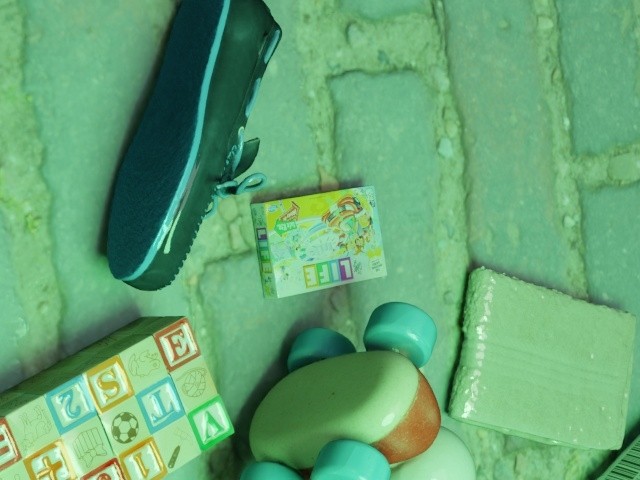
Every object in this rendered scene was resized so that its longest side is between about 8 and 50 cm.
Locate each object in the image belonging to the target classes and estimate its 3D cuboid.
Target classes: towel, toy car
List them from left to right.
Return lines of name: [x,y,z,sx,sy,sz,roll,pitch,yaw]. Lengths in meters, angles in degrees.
toy car: [0.067,0.229,1.536,0.238,0.210,0.219,47,44,-25]
towel: [0.273,0.150,1.819,0.282,0.049,0.187,18,75,-34]

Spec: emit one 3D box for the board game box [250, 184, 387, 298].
board game box: [0.000,0.000,1.629,0.154,0.026,0.103,-11,94,-38]

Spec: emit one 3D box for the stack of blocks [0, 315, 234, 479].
stack of blocks: [-0.229,0.209,1.402,0.297,0.087,0.171,-29,105,-35]

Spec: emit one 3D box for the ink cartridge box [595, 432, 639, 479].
ink cartridge box: [0.501,0.389,1.980,0.308,0.091,0.385,-39,127,-33]

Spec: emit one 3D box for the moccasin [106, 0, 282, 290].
moccasin: [-0.105,-0.102,1.488,0.117,0.138,0.342,31,70,-37]
